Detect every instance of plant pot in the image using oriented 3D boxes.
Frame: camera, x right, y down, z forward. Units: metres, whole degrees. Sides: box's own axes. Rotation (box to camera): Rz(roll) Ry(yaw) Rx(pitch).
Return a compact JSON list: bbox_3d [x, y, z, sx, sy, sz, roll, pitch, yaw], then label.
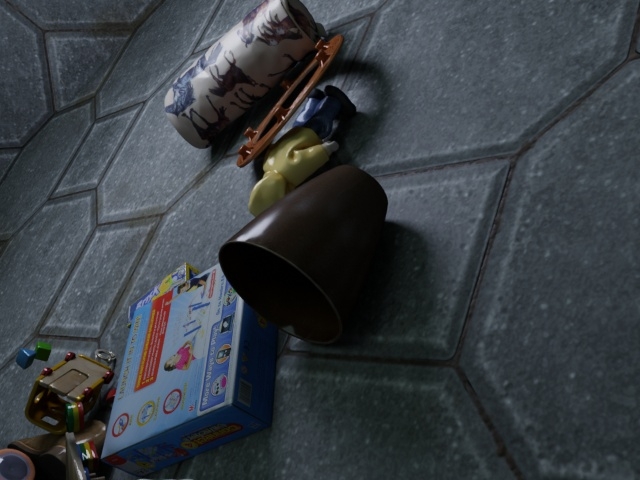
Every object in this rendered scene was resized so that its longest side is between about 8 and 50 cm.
[{"bbox_3d":[0.000,0.000,1.114,0.215,0.215,0.230,-1,43,48],"label":"plant pot"}]

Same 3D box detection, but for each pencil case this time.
[{"bbox_3d":[-0.175,-0.379,1.667,0.410,0.183,0.160,-36,54,21],"label":"pencil case"}]

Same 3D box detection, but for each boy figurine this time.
[{"bbox_3d":[-0.036,-0.158,1.374,0.177,0.092,0.285,5,63,50],"label":"boy figurine"}]

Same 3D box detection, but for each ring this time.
[{"bbox_3d":[-0.071,-0.287,1.486,0.336,0.032,0.336,-49,15,17],"label":"ring"}]

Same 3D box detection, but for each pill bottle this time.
[{"bbox_3d":[-0.611,0.486,1.340,0.246,0.130,0.130,-52,32,24],"label":"pill bottle"}]

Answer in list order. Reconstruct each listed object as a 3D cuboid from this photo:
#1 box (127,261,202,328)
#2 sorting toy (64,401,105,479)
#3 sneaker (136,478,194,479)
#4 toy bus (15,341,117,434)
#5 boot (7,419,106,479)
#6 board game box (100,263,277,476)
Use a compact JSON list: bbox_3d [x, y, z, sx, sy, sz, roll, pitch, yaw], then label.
[{"bbox_3d":[-0.305,0.119,1.449,0.169,0.054,0.059,-37,37,20],"label":"box"},{"bbox_3d":[-0.376,0.404,1.182,0.132,0.046,0.274,39,127,56],"label":"sorting toy"},{"bbox_3d":[-0.275,0.426,1.052,0.321,0.127,0.126,-35,42,17],"label":"sneaker"},{"bbox_3d":[-0.474,0.290,1.402,0.191,0.202,0.104,36,105,47],"label":"toy bus"},{"bbox_3d":[-0.489,0.401,1.386,0.305,0.112,0.115,-16,18,45],"label":"boot"},{"bbox_3d":[-0.212,0.203,1.238,0.302,0.086,0.308,-28,40,29],"label":"board game box"}]
